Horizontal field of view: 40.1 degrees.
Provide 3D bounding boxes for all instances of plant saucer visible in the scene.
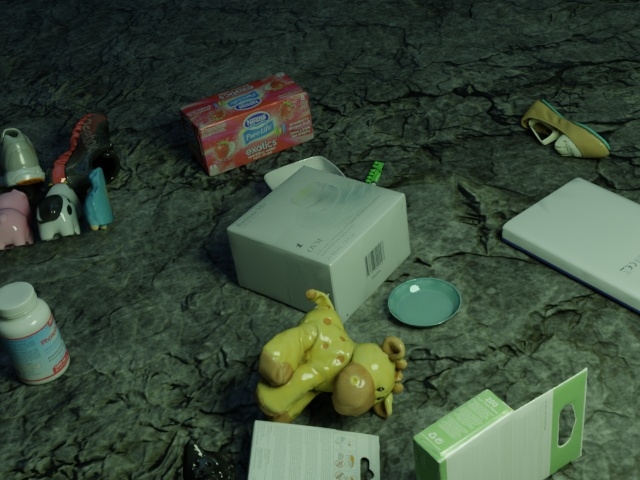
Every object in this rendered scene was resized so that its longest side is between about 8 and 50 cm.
[{"bbox_3d":[0.171,0.106,1.435,0.119,0.021,0.119,-6,36,4],"label":"plant saucer"}]

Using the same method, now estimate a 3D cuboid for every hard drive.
[{"bbox_3d":[0.498,0.006,1.481,0.210,0.040,0.319,-30,41,-26],"label":"hard drive"}]

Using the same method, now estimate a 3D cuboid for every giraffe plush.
[{"bbox_3d":[0.028,0.187,1.247,0.170,0.181,0.210,24,64,21],"label":"giraffe plush"}]

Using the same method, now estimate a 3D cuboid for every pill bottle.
[{"bbox_3d":[-0.465,0.147,1.400,0.087,0.160,0.087,-6,37,4],"label":"pill bottle"}]

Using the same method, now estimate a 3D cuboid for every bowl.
[{"bbox_3d":[-0.026,-0.100,1.728,0.142,0.053,0.142,-22,38,-17],"label":"bowl"}]

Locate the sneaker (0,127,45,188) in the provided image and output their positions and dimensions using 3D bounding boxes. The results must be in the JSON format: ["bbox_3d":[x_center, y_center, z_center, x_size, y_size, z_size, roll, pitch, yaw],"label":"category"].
[{"bbox_3d":[-0.641,-0.177,1.852,0.099,0.121,0.262,-15,10,-26],"label":"sneaker"}]

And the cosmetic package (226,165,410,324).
[{"bbox_3d":[0.000,0.000,1.519,0.225,0.138,0.224,17,44,33],"label":"cosmetic package"}]

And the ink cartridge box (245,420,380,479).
[{"bbox_3d":[-0.011,0.319,1.191,0.179,0.045,0.145,10,36,-5],"label":"ink cartridge box"}]

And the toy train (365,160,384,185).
[{"bbox_3d":[0.110,-0.133,1.773,0.024,0.017,0.083,13,41,11],"label":"toy train"}]

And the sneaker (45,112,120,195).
[{"bbox_3d":[-0.489,-0.187,1.907,0.135,0.097,0.276,-3,39,8],"label":"sneaker"}]

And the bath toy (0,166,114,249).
[{"bbox_3d":[-0.592,-0.051,1.723,0.348,0.129,0.151,-13,3,-6],"label":"bath toy"}]

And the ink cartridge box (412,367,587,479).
[{"bbox_3d":[0.226,0.258,1.094,0.235,0.171,0.056,-27,40,-23],"label":"ink cartridge box"}]

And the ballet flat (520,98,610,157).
[{"bbox_3d":[0.487,-0.208,1.763,0.073,0.080,0.232,-42,37,3],"label":"ballet flat"}]

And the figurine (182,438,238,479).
[{"bbox_3d":[-0.090,0.357,0.998,0.092,0.209,0.215,-24,39,-19],"label":"figurine"}]

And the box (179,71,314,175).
[{"bbox_3d":[-0.158,-0.255,1.904,0.257,0.122,0.128,-22,39,-17],"label":"box"}]
